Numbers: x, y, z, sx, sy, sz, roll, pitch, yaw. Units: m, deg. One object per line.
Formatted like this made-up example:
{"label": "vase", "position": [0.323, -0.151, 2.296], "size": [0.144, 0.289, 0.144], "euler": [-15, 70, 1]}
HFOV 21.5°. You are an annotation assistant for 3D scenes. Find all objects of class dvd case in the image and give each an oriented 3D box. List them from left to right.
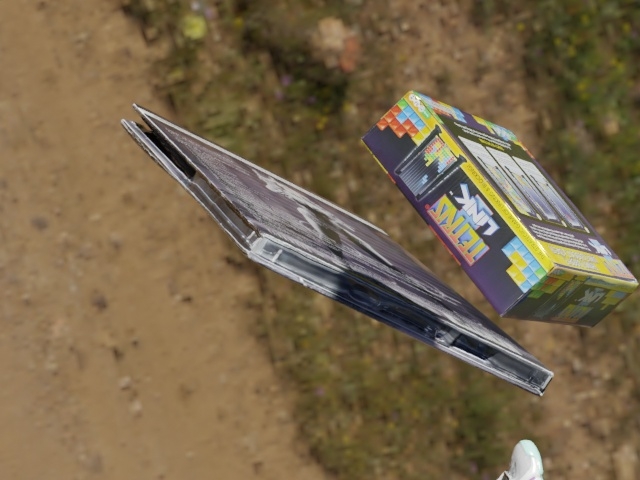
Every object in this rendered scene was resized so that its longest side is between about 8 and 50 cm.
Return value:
{"label": "dvd case", "position": [0.000, 0.000, 0.826], "size": [0.164, 0.018, 0.221], "euler": [26, 8, -27]}

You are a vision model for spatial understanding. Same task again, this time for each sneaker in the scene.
{"label": "sneaker", "position": [0.092, 0.163, 0.982], "size": [0.038, 0.069, 0.098], "euler": [-162, -102, -84]}

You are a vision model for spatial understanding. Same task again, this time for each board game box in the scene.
{"label": "board game box", "position": [0.114, -0.015, 1.038], "size": [0.141, 0.048, 0.170], "euler": [54, 18, 21]}
